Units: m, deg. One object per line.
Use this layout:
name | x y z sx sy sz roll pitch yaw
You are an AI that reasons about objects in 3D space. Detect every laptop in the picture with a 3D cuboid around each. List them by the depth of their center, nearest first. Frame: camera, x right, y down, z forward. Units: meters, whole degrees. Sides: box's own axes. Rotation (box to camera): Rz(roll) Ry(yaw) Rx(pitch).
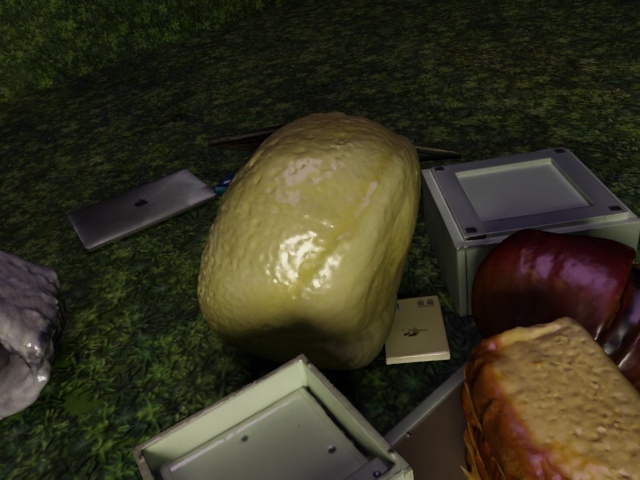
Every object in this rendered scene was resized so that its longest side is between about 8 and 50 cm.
laptop | -0.359 -0.069 1.150 0.269 0.015 0.188 -26 36 -22

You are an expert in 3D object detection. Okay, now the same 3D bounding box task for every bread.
bread | 0.184 0.202 0.398 0.114 0.184 0.274 -8 34 -3
bread | -0.011 -0.003 0.690 0.238 0.320 0.320 13 37 8

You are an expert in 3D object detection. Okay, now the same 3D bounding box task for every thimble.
thimble | -0.455 0.116 0.716 0.246 0.217 0.157 -3 32 -12

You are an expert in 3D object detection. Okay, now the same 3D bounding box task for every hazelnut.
hazelnut | 0.259 0.080 0.602 0.204 0.178 0.178 31 43 4

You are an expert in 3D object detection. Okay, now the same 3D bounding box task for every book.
book | 0.120 0.114 0.733 0.077 0.014 0.111 -8 33 8

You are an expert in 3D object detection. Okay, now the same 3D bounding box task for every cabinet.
cabinet | -0.019 0.227 0.425 0.145 0.206 0.150 -26 35 -22

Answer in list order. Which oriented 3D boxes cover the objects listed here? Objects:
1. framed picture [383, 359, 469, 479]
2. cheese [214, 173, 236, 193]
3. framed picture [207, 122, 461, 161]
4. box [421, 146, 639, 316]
framed picture | 0.202 0.225 0.539 0.217 0.017 0.274 -31 38 -27
cheese | -0.051 -0.086 0.972 0.217 0.129 0.329 3 2 -43
framed picture | 0.024 -0.153 0.957 0.347 0.016 0.265 1 2 -38
box | 0.276 -0.026 0.804 0.225 0.117 0.225 -9 33 3
